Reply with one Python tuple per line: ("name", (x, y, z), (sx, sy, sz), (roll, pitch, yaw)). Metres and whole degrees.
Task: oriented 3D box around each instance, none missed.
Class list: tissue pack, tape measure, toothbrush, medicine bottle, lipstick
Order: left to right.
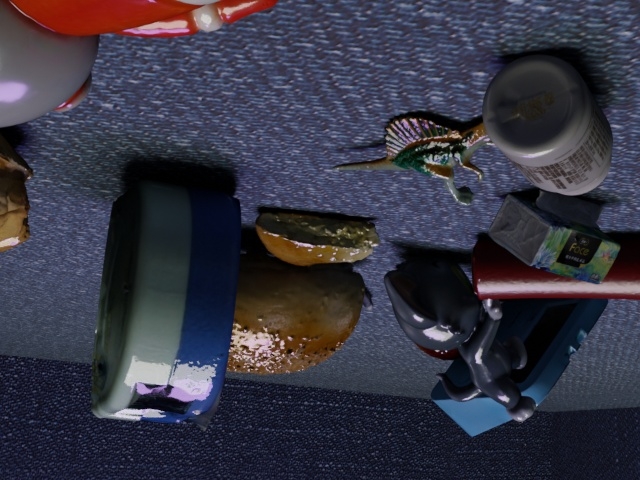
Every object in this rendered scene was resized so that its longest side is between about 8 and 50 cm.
("tape measure", (-0.170, 0.068, 1.148), (0.138, 0.259, 0.262), (6, 166, -10))
("toothbrush", (0.057, 0.073, 1.633), (0.026, 0.024, 0.288), (-13, 163, 8))
("medicine bottle", (0.181, -0.083, 0.813), (0.079, 0.079, 0.140), (-3, 166, 26))
("tissue pack", (0.254, -0.011, 1.125), (0.111, 0.079, 0.085), (14, -162, -34))
("lipstick", (0.307, 0.035, 1.287), (0.241, 0.080, 0.080), (0, 166, 15))

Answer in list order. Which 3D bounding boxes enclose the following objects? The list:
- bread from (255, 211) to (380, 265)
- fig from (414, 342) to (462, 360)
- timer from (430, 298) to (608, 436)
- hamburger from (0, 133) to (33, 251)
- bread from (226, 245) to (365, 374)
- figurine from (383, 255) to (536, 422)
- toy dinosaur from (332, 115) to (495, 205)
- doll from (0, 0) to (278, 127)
("bread", (-0.024, -0.003, 1.269), (0.136, 0.054, 0.154), (19, 158, -40))
("fig", (0.203, 0.119, 1.677), (0.119, 0.119, 0.153), (0, -151, 15))
("timer", (0.301, 0.170, 1.594), (0.091, 0.232, 0.250), (44, 151, -3))
("hamburger", (-0.341, -0.063, 0.982), (0.131, 0.124, 0.262), (-15, 171, -2))
("bread", (-0.079, 0.094, 1.402), (0.314, 0.171, 0.192), (5, 179, -14))
("figurine", (0.192, 0.127, 1.443), (0.140, 0.265, 0.193), (-24, -173, 11))
("toy dinosaur", (0.091, -0.082, 0.942), (0.187, 0.044, 0.106), (12, 157, 19))
("doll", (-0.147, -0.139, 0.561), (0.336, 0.105, 0.199), (-23, 155, 32))
